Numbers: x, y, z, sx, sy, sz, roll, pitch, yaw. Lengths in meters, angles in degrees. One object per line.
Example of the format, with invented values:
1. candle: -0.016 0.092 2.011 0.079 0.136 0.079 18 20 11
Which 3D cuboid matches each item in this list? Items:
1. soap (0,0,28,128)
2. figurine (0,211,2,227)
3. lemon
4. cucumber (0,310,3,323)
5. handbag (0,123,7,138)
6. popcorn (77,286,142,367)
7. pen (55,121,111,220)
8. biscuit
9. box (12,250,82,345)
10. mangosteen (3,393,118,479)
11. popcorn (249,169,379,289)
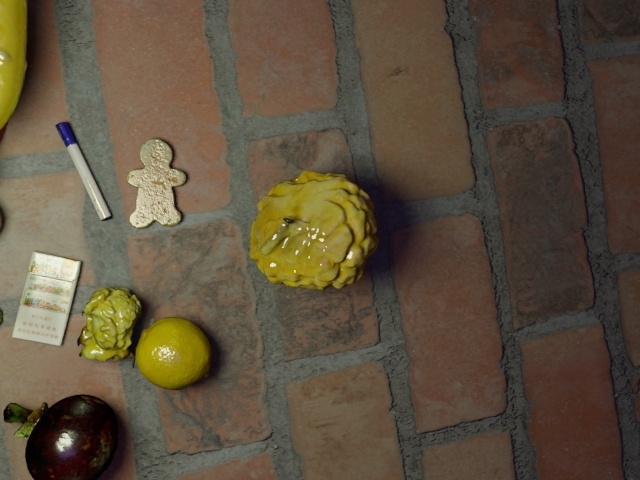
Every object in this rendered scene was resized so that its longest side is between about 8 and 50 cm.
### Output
1. soap: -0.795 -0.429 1.288 0.305 0.115 0.428 10 96 -11
2. figurine: -0.966 -0.077 1.340 0.387 0.277 0.248 7 47 1
3. lemon: -0.369 0.290 1.506 0.203 0.178 0.178 39 83 -11
4. cucumber: -0.939 0.168 1.442 0.299 0.072 0.072 15 88 -11
5. handbag: -0.847 -0.366 1.422 0.170 0.151 0.298 11 94 -9
6. popcorn: -0.520 0.216 1.478 0.173 0.168 0.195 17 93 -32
7. pen: -0.606 -0.175 1.523 0.033 0.033 0.269 -25 95 -10
8. biscuit: -0.431 -0.150 1.561 0.153 0.030 0.235 -3 91 -12
9. box: -0.694 0.148 1.509 0.122 0.032 0.221 13 88 -11
10. mangosteen: -0.634 0.473 1.430 0.289 0.231 0.232 21 87 -6
11. popcorn: 0.000 0.000 1.525 0.349 0.349 0.382 -46 137 -8
